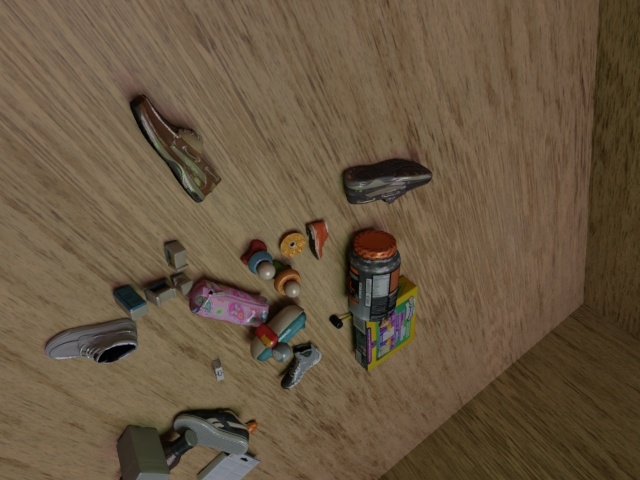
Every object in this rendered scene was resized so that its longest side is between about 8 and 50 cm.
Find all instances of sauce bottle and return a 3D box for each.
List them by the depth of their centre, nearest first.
[{"bbox_3d":[-0.635,0.877,1.600,0.344,0.111,0.111,-37,132,6],"label":"sauce bottle"}]

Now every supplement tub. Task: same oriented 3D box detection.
[{"bbox_3d":[0.213,0.142,1.628,0.206,0.207,0.338,-16,125,-22],"label":"supplement tub"}]

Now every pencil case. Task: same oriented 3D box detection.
[{"bbox_3d":[-0.315,0.223,1.410,0.284,0.124,0.124,26,103,-40],"label":"pencil case"}]

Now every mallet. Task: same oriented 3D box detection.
[{"bbox_3d":[0.123,0.336,1.814,0.189,0.062,0.039,-21,128,-38],"label":"mallet"}]

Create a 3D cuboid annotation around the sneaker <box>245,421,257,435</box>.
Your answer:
[{"bbox_3d":[-0.353,0.903,1.850,0.175,0.067,0.064,-43,130,-4],"label":"sneaker"}]

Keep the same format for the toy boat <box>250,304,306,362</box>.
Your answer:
[{"bbox_3d":[-0.154,0.365,1.498,0.267,0.148,0.318,-45,173,-2],"label":"toy boat"}]

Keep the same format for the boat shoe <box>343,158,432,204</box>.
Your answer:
[{"bbox_3d":[0.244,-0.211,1.496,0.354,0.132,0.130,-8,132,-17],"label":"boat shoe"}]

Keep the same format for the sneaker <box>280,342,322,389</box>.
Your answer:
[{"bbox_3d":[-0.108,0.533,1.767,0.228,0.086,0.132,-42,127,-15],"label":"sneaker"}]

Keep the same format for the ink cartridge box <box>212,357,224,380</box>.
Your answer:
[{"bbox_3d":[-0.401,0.501,1.579,0.028,0.048,0.084,-15,124,-23],"label":"ink cartridge box"}]

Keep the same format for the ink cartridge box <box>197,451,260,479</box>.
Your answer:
[{"bbox_3d":[-0.433,1.087,1.929,0.224,0.045,0.223,-40,132,-5],"label":"ink cartridge box"}]

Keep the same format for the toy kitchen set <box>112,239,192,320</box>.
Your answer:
[{"bbox_3d":[-0.521,0.107,1.239,0.207,0.122,0.166,-29,132,-40],"label":"toy kitchen set"}]

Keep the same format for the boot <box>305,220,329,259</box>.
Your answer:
[{"bbox_3d":[0.000,0.000,1.509,0.084,0.059,0.158,-24,127,-23],"label":"boot"}]

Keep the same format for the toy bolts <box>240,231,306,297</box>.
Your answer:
[{"bbox_3d":[-0.138,0.079,1.403,0.228,0.158,0.218,21,106,-39],"label":"toy bolts"}]

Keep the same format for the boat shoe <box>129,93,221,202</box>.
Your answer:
[{"bbox_3d":[-0.377,-0.251,1.089,0.119,0.122,0.324,-38,139,-12],"label":"boat shoe"}]

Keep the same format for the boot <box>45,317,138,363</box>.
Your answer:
[{"bbox_3d":[-0.697,0.327,1.237,0.258,0.123,0.095,-16,126,-22],"label":"boot"}]

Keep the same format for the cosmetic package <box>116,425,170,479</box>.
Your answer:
[{"bbox_3d":[-0.654,0.804,1.484,0.127,0.238,0.107,32,88,-38],"label":"cosmetic package"}]

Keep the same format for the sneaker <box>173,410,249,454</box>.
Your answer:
[{"bbox_3d":[-0.448,0.780,1.688,0.320,0.127,0.126,30,112,-15],"label":"sneaker"}]

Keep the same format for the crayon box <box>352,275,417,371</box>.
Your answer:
[{"bbox_3d":[0.304,0.389,1.884,0.312,0.106,0.363,-27,131,-26],"label":"crayon box"}]
